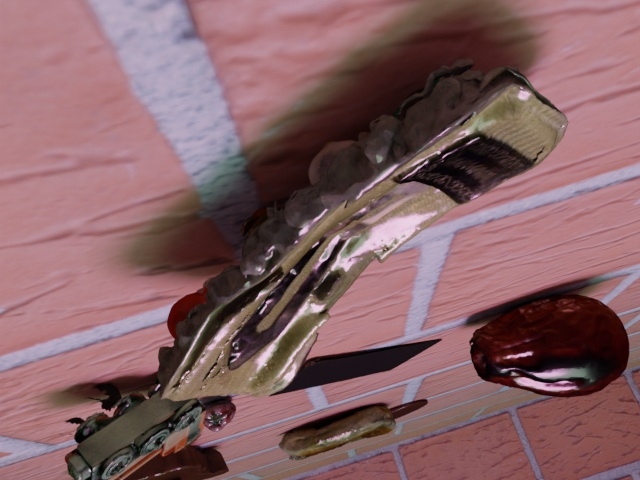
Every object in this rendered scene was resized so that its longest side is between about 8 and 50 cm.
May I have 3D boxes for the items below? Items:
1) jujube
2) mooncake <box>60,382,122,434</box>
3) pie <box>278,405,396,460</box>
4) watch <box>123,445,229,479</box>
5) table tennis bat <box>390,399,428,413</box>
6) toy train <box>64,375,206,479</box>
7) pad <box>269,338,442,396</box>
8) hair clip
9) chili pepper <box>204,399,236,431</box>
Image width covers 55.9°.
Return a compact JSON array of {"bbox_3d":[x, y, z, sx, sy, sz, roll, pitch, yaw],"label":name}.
[{"bbox_3d":[0.346,0.166,0.925,0.237,0.168,0.168,-6,154,-10],"label":"jujube"},{"bbox_3d":[-0.371,0.268,0.761,0.347,0.057,0.150,-23,156,14],"label":"mooncake"},{"bbox_3d":[0.045,0.479,1.496,0.303,0.066,0.302,-15,157,-7],"label":"pie"},{"bbox_3d":[-0.313,0.588,1.158,0.314,0.326,0.335,-14,155,-10],"label":"watch"},{"bbox_3d":[0.179,0.501,1.694,0.274,0.021,0.154,-33,152,27],"label":"table tennis bat"},{"bbox_3d":[-0.211,0.230,0.705,0.176,0.074,0.118,-31,152,-41],"label":"toy train"},{"bbox_3d":[0.059,0.205,0.987,0.265,0.009,0.159,-2,152,-34],"label":"pad"},{"bbox_3d":[0.000,-0.002,0.402,0.321,0.091,0.138,-43,148,26],"label":"hair clip"},{"bbox_3d":[-0.155,0.266,0.928,0.050,0.041,0.153,5,170,-3],"label":"chili pepper"}]
